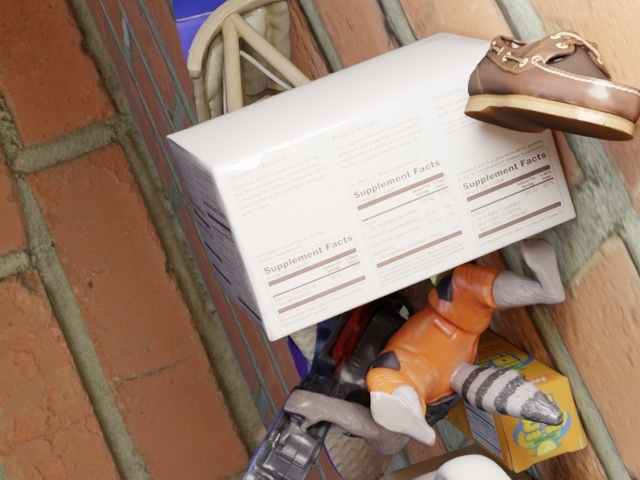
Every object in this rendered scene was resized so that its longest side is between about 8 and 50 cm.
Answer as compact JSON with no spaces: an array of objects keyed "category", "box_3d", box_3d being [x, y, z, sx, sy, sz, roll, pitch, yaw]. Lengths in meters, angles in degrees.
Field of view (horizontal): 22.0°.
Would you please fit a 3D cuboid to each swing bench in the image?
[{"category":"swing bench","box_3d":[-0.063,-0.121,1.939,0.253,0.165,0.255,88,158,-61]}]

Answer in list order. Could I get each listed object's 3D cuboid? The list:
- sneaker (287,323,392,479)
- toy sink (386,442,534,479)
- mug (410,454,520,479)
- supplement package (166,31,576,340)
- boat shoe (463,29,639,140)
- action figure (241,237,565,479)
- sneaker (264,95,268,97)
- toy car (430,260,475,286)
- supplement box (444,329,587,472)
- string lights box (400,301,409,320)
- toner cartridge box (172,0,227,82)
[{"category":"sneaker","box_3d":[0.026,0.206,2.331,0.146,0.102,0.293,103,150,-78]},{"category":"toy sink","box_3d":[0.177,0.357,1.771,0.153,0.131,0.234,-152,47,-74]},{"category":"mug","box_3d":[0.161,0.348,1.470,0.374,0.276,0.328,85,165,-46]},{"category":"supplement package","box_3d":[0.034,-0.053,1.330,0.204,0.262,0.145,-145,35,-71]},{"category":"boat shoe","box_3d":[0.158,-0.111,1.131,0.207,0.073,0.073,22,93,67]},{"category":"action figure","box_3d":[0.064,0.148,1.437,0.178,0.341,0.330,33,164,-7]},{"category":"sneaker","box_3d":[-0.070,-0.212,2.148,0.098,0.038,0.069,50,154,48]},{"category":"toy car","box_3d":[0.107,-0.031,1.572,0.225,0.053,0.239,143,105,-79]},{"category":"supplement box","box_3d":[0.166,0.145,1.561,0.233,0.078,0.080,-146,40,-70]},{"category":"string lights box","box_3d":[0.066,0.107,1.971,0.260,0.076,0.133,-133,26,-62]},{"category":"toner cartridge box","box_3d":[-0.133,-0.200,2.288,0.165,0.075,0.348,-103,0,-54]}]
